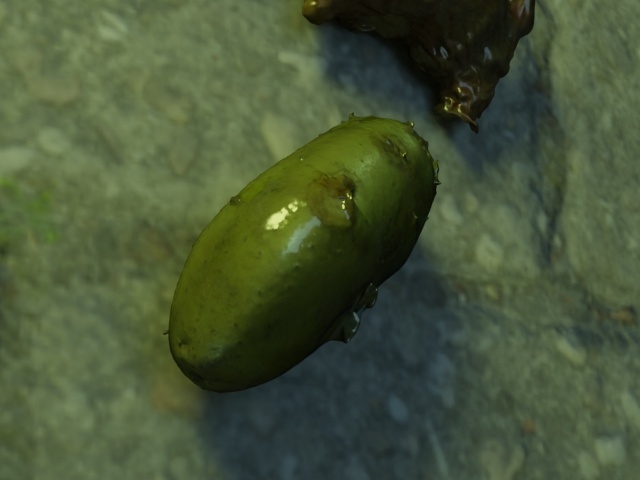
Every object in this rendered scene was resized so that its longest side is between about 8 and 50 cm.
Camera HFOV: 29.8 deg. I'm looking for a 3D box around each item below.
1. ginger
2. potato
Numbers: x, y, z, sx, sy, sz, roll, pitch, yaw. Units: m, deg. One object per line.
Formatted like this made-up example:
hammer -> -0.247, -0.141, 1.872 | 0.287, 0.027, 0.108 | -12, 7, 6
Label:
ginger -> 0.004, -0.182, 0.663 | 0.290, 0.084, 0.122 | 39, 79, -21
potato -> 0.000, 0.000, 0.578 | 0.085, 0.105, 0.188 | 41, 42, 5
